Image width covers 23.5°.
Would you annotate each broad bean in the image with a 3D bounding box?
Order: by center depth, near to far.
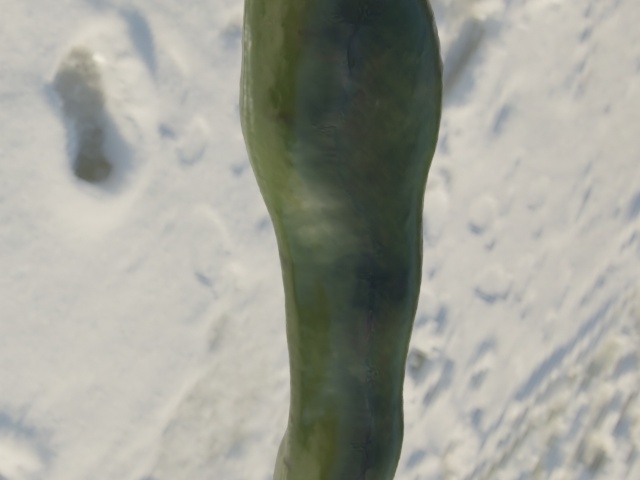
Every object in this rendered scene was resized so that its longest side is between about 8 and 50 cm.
[{"bbox_3d":[0.005,0.002,0.551,0.067,0.075,0.325,-114,-154,-76],"label":"broad bean"}]
